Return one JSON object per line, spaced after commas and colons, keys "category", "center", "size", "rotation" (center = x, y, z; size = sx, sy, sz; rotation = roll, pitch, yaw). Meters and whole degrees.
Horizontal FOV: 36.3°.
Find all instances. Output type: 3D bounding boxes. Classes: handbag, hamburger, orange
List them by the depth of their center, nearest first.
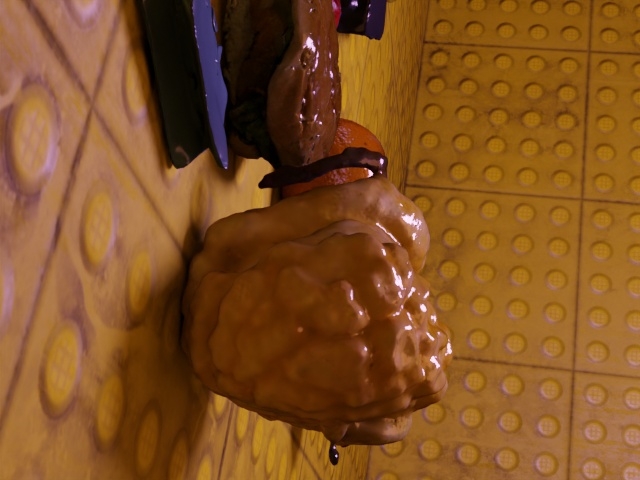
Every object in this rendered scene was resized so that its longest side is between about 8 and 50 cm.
{"category": "handbag", "center": [-0.131, -0.194, 1.001], "size": [0.221, 0.057, 0.144], "rotation": [83, 8, -45]}
{"category": "hamburger", "center": [-0.040, -0.225, 1.258], "size": [0.265, 0.134, 0.285], "rotation": [-70, 164, -50]}
{"category": "orange", "center": [0.027, -0.090, 1.606], "size": [0.224, 0.170, 0.224], "rotation": [7, 90, -79]}

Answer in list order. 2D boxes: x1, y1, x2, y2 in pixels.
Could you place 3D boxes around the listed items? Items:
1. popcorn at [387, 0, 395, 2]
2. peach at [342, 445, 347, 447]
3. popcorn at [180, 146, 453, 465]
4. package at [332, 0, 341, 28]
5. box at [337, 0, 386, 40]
{"category": "popcorn", "center": [0.197, -0.673, 2.217], "size": [0.233, 0.192, 0.266], "rotation": [84, 31, -72]}
{"category": "peach", "center": [0.036, 0.256, 1.893], "size": [0.159, 0.153, 0.267], "rotation": [93, 14, -77]}
{"category": "popcorn", "center": [0.007, 0.065, 1.160], "size": [0.349, 0.348, 0.382], "rotation": [63, 40, -72]}
{"category": "package", "center": [0.013, -0.445, 1.652], "size": [0.194, 0.071, 0.270], "rotation": [2, 96, -66]}
{"category": "box", "center": [0.086, -0.580, 1.936], "size": [0.350, 0.091, 0.359], "rotation": [-50, 144, -75]}
